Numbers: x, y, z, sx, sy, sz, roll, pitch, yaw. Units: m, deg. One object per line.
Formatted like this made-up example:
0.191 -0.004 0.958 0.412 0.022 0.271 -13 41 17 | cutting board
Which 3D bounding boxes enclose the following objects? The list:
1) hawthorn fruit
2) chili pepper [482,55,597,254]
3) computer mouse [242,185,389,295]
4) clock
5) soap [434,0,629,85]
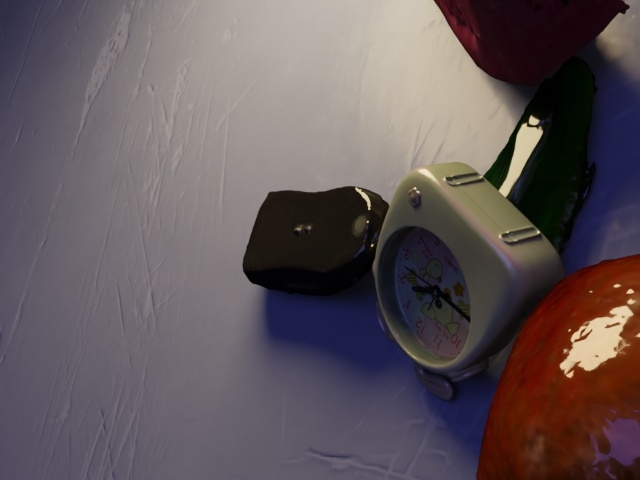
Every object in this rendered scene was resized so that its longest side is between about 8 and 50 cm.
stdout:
0.213 0.105 0.366 0.224 0.224 0.261 -12 38 34 | hawthorn fruit
0.193 -0.072 0.564 0.108 0.062 0.216 17 76 43 | chili pepper
0.000 0.000 0.671 0.217 0.073 0.122 2 66 46 | computer mouse
0.108 0.042 0.528 0.152 0.062 0.191 54 142 35 | clock
0.156 -0.298 0.608 0.127 0.220 0.325 -31 52 17 | soap
